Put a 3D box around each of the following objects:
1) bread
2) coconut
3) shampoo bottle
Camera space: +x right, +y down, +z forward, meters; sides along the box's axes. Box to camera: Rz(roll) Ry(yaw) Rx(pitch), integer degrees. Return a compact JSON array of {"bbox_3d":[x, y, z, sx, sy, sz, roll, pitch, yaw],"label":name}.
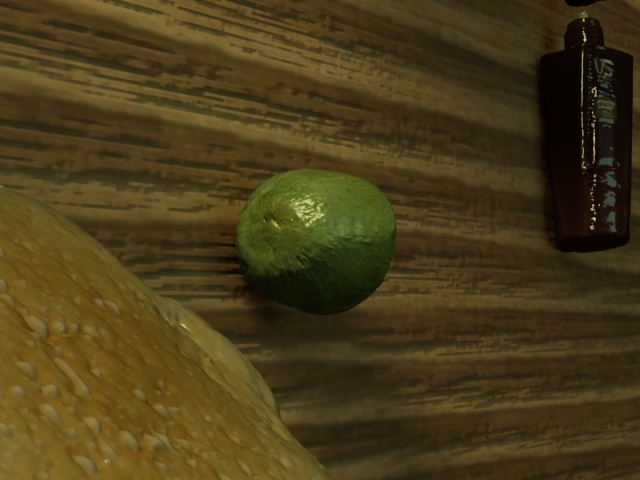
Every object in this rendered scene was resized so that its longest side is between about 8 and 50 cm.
[{"bbox_3d":[-0.094,0.062,0.472,0.316,0.054,0.316,38,13,-11],"label":"bread"},{"bbox_3d":[0.000,0.000,0.741,0.096,0.087,0.088,9,74,-47],"label":"coconut"},{"bbox_3d":[0.227,-0.109,1.116,0.068,0.067,0.236,15,69,-43],"label":"shampoo bottle"}]
